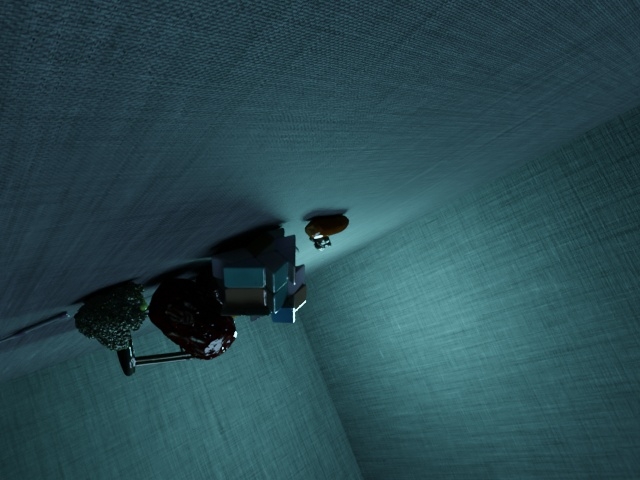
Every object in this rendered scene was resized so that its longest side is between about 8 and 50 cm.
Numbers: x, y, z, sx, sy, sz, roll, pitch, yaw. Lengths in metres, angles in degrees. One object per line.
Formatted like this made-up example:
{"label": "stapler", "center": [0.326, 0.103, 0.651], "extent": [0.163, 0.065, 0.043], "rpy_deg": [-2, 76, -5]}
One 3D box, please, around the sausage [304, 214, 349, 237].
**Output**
{"label": "sausage", "center": [0.033, -0.059, 1.933], "extent": [0.089, 0.083, 0.300], "rpy_deg": [-42, 164, 30]}

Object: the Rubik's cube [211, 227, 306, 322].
{"label": "Rubik's cube", "center": [-0.242, 0.152, 1.726], "extent": [0.387, 0.359, 0.368], "rpy_deg": [-17, -148, -30]}

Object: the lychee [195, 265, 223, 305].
{"label": "lychee", "center": [-0.455, 0.197, 1.927], "extent": [0.194, 0.195, 0.194], "rpy_deg": [-22, 172, -3]}

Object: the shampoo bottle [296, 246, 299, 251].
{"label": "shampoo bottle", "center": [-0.162, 0.050, 2.199], "extent": [0.086, 0.056, 0.227], "rpy_deg": [-21, 172, 3]}

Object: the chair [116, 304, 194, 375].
{"label": "chair", "center": [-0.775, 0.450, 2.160], "extent": [0.409, 0.365, 0.362], "rpy_deg": [-11, 167, -34]}

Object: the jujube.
{"label": "jujube", "center": [-0.519, 0.314, 1.766], "extent": [0.258, 0.376, 0.258], "rpy_deg": [-45, 163, -18]}

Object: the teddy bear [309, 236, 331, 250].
{"label": "teddy bear", "center": [0.003, -0.008, 2.213], "extent": [0.119, 0.078, 0.160], "rpy_deg": [19, 155, 3]}

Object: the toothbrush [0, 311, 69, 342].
{"label": "toothbrush", "center": [-1.106, 0.341, 1.652], "extent": [0.353, 0.024, 0.029], "rpy_deg": [-23, 177, 1]}

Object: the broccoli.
{"label": "broccoli", "center": [-0.773, 0.284, 1.691], "extent": [0.252, 0.221, 0.361], "rpy_deg": [-58, -174, -22]}
